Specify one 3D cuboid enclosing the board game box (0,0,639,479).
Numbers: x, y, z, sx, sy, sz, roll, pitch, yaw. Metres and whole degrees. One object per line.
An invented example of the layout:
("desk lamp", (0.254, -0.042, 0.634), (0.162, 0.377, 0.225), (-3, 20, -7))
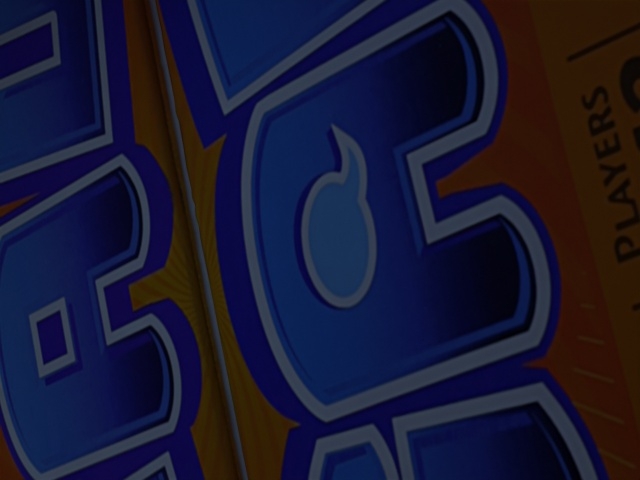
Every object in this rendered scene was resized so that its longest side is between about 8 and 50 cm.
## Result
("board game box", (0.094, 0.023, 0.608), (0.356, 0.356, 0.356), (3, 159, -45))
